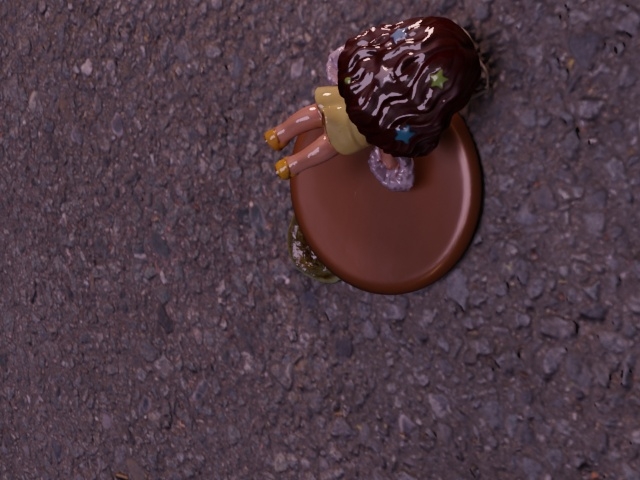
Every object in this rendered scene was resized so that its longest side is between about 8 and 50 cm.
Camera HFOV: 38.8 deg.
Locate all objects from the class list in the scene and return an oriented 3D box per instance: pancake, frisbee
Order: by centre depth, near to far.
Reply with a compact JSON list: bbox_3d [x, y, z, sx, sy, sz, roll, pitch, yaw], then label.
[{"bbox_3d":[0.064,-0.062,1.012,0.250,0.021,0.251,5,99,34],"label":"frisbee"},{"bbox_3d":[0.001,0.001,1.090,0.108,0.017,0.108,10,106,38],"label":"pancake"}]

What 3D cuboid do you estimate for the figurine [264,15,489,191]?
[{"bbox_3d":[0.054,-0.139,0.924,0.240,0.115,0.175,-28,80,34],"label":"figurine"}]
